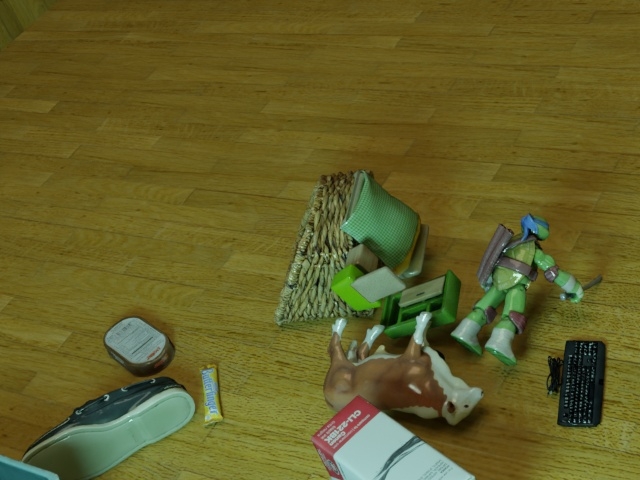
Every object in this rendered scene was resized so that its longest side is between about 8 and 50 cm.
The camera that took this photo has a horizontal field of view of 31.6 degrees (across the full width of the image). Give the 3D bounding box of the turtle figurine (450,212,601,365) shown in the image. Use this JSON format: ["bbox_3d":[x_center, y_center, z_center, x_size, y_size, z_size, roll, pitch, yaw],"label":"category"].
[{"bbox_3d":[0.377,0.106,2.077,0.198,0.275,0.266,27,76,19],"label":"turtle figurine"}]

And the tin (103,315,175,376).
[{"bbox_3d":[-0.383,0.220,2.369,0.106,0.040,0.189,-43,42,-20],"label":"tin"}]

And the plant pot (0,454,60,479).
[{"bbox_3d":[-0.534,0.532,1.873,0.247,0.252,0.248,8,46,35],"label":"plant pot"}]

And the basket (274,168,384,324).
[{"bbox_3d":[0.000,0.000,2.300,0.223,0.213,0.299,-6,39,19],"label":"basket"}]

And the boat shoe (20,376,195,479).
[{"bbox_3d":[-0.413,0.349,2.147,0.340,0.127,0.113,-27,36,-10],"label":"boat shoe"}]

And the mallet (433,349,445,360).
[{"bbox_3d":[0.136,0.238,2.091,0.189,0.039,0.062,-6,42,27],"label":"mallet"}]

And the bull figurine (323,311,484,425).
[{"bbox_3d":[0.139,0.231,2.002,0.310,0.101,0.188,-5,70,30],"label":"bull figurine"}]

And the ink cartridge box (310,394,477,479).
[{"bbox_3d":[0.134,0.393,1.758,0.114,0.197,0.273,-40,40,-20],"label":"ink cartridge box"}]

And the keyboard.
[{"bbox_3d":[0.433,0.237,1.938,0.100,0.038,0.192,-5,39,21],"label":"keyboard"}]

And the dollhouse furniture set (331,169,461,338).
[{"bbox_3d":[0.156,0.002,2.132,0.151,0.197,0.301,-24,37,37],"label":"dollhouse furniture set"}]

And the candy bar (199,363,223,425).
[{"bbox_3d":[-0.214,0.300,2.198,0.040,0.018,0.161,-18,38,4],"label":"candy bar"}]
